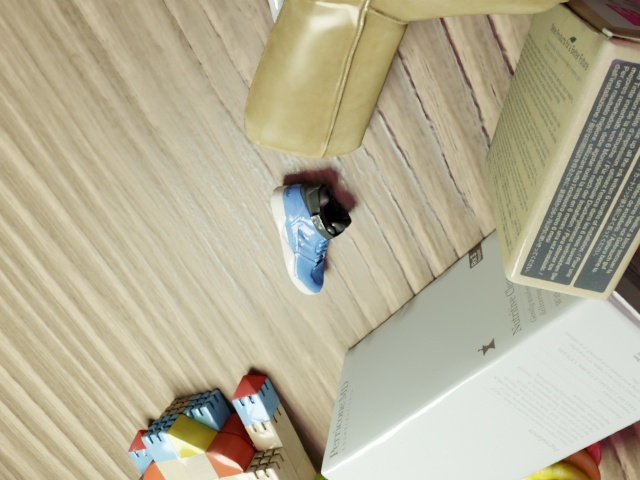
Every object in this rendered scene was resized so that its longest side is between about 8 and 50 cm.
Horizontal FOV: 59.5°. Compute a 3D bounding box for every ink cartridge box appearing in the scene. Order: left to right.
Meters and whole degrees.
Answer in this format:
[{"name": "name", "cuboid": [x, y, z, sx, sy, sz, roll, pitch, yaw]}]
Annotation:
[{"name": "ink cartridge box", "cuboid": [0.217, -0.096, 0.479, 0.088, 0.235, 0.193, 14, 124, 3]}]

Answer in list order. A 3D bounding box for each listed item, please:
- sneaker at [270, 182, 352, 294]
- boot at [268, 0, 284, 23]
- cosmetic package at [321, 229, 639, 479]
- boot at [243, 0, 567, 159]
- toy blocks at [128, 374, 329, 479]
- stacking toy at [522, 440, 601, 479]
[{"name": "sneaker", "cuboid": [0.000, 0.000, 0.690, 0.084, 0.058, 0.152, -4, 114, 25]}, {"name": "boot", "cuboid": [-0.028, -0.317, 0.478, 0.123, 0.095, 0.258, -11, 119, 11]}, {"name": "cosmetic package", "cuboid": [0.186, 0.145, 0.649, 0.156, 0.217, 0.385, 39, 119, -13]}, {"name": "boot", "cuboid": [0.060, -0.173, 0.514, 0.236, 0.089, 0.269, 12, 150, -8]}, {"name": "toy blocks", "cuboid": [-0.176, 0.368, 0.907, 0.381, 0.191, 0.261, -20, 103, 22]}, {"name": "stacking toy", "cuboid": [0.283, 0.343, 0.695, 0.165, 0.302, 0.175, 2, 121, 11]}]
